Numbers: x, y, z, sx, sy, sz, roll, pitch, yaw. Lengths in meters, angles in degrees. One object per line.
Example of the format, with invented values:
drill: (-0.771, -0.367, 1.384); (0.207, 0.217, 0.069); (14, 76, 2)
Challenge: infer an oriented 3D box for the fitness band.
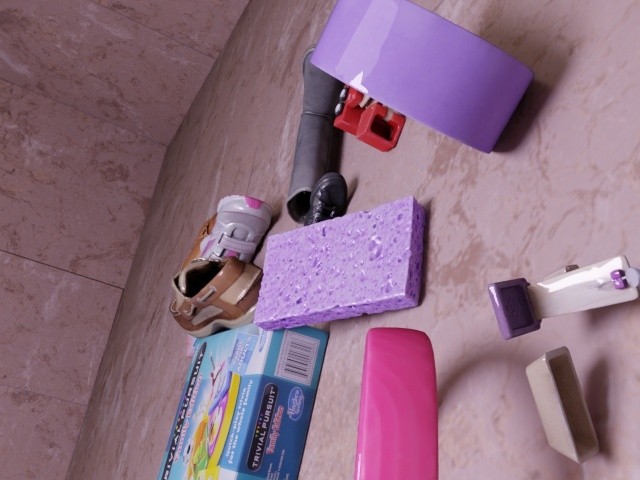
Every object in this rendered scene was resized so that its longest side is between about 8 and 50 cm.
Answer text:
fitness band: (0.042, 0.199, 0.414); (0.209, 0.054, 0.290); (84, -170, -56)

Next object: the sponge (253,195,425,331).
sponge: (0.016, 0.030, 0.701); (0.210, 0.031, 0.117); (-15, 53, 37)

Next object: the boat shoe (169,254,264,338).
boat shoe: (-0.177, 0.078, 1.045); (0.324, 0.120, 0.122); (-16, 34, 55)

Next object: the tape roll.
tape roll: (0.091, -0.157, 0.583); (0.080, 0.189, 0.189); (-63, 22, 15)

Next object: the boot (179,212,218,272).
boot: (-0.240, 0.017, 1.389); (0.152, 0.073, 0.197); (-47, 32, 35)

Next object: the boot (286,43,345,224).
boot: (-0.012, -0.154, 0.942); (0.189, 0.076, 0.208); (85, -162, -57)

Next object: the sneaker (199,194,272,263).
sneaker: (-0.159, 0.014, 1.168); (0.252, 0.103, 0.111); (125, 155, -50)

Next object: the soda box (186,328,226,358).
soda box: (-0.219, 0.150, 1.225); (0.063, 0.058, 0.183); (-59, 24, 24)

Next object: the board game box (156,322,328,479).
board game box: (-0.123, 0.251, 0.867); (0.336, 0.079, 0.253); (-26, 46, 60)

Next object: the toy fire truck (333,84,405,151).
toy fire truck: (0.073, -0.204, 0.866); (0.135, 0.047, 0.192); (-17, 54, 64)

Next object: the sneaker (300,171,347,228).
sneaker: (-0.002, -0.001, 0.859); (0.089, 0.051, 0.170); (-104, 36, -56)

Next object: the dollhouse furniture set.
dollhouse furniture set: (0.174, 0.066, 0.385); (0.081, 0.091, 0.114); (-25, 75, 43)
